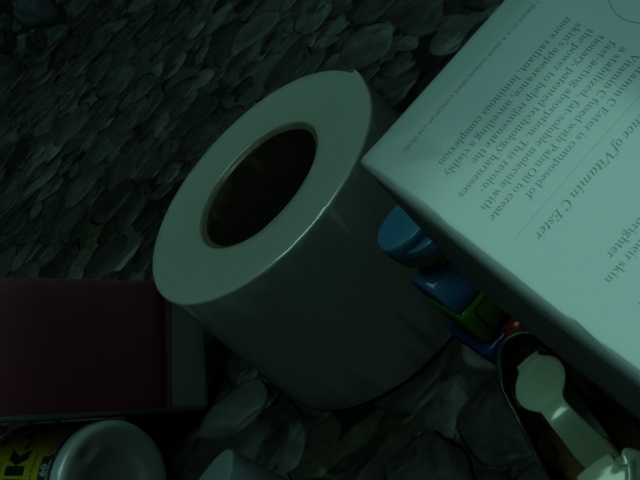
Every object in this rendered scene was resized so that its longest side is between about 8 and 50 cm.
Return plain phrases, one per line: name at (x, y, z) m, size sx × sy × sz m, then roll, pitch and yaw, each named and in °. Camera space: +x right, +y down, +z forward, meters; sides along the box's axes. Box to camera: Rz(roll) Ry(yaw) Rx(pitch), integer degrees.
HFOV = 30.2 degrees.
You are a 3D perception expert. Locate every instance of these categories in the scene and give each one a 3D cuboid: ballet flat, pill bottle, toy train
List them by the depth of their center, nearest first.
ballet flat at (0.168, 0.145, 0.701) m, size 0.095 × 0.096 × 0.280 m, roll -43°, pitch 30°, yaw 8°
toy train at (0.161, -0.042, 0.881) m, size 0.248 × 0.143 × 0.105 m, roll -50°, pitch 30°, yaw -4°
pill bottle at (-0.250, 0.232, 1.121) m, size 0.209 × 0.119 × 0.119 m, roll -13°, pitch 45°, yaw 46°

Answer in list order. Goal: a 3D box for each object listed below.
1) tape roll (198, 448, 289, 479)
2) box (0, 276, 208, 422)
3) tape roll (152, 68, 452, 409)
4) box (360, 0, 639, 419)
tape roll at (-0.081, 0.251, 0.781) m, size 0.219 × 0.072 × 0.219 m, roll -60°, pitch 6°, yaw 11°
box at (-0.242, 0.105, 1.115) m, size 0.149 × 0.232 × 0.126 m, roll -12°, pitch 78°, yaw 46°
tape roll at (0.000, 0.000, 1.016) m, size 0.246 × 0.169 × 0.246 m, roll -32°, pitch 33°, yaw 24°
box at (0.227, -0.001, 0.620) m, size 0.215 × 0.168 × 0.345 m, roll -48°, pitch 50°, yaw 0°
